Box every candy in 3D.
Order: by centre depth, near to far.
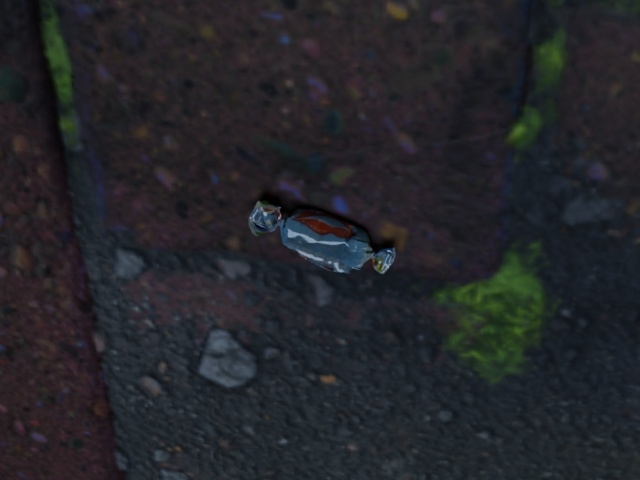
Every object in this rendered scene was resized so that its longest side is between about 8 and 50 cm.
[{"bbox_3d":[0.000,0.001,0.639,0.083,0.020,0.030,21,131,-6],"label":"candy"}]
